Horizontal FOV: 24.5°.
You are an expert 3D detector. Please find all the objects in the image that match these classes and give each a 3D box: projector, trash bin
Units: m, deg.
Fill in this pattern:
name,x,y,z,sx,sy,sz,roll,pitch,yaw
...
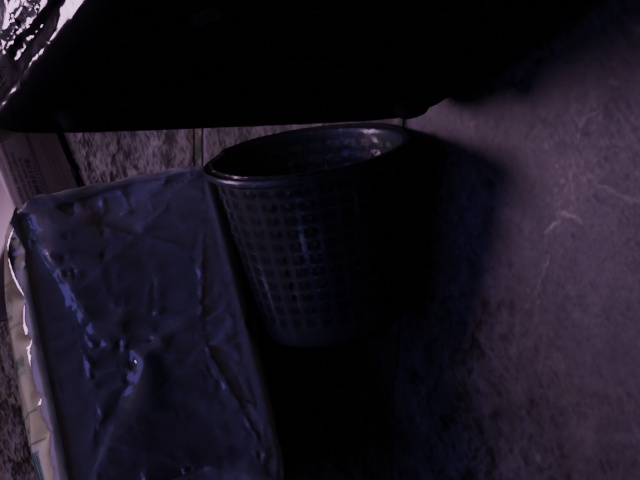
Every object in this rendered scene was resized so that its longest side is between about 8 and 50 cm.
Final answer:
name,x,y,z,sx,sy,sz,roll,pitch,yaw
projector,-0.001,-0.239,0.957,0.405,0.395,0.242,-33,66,53
trash bin,0.000,0.000,1.220,0.175,0.175,0.161,13,116,55

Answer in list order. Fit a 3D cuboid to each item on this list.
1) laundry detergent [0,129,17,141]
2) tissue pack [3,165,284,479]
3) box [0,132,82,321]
name,x,y,z,sx,sy,sz,roll,pitch,yaw
laundry detergent,-0.414,-0.255,1.759,0.264,0.125,0.398,-51,34,-10
tissue pack,-0.175,0.121,1.365,0.380,0.207,0.297,137,122,-76
box,-0.399,-0.046,1.867,0.203,0.106,0.252,64,143,25
